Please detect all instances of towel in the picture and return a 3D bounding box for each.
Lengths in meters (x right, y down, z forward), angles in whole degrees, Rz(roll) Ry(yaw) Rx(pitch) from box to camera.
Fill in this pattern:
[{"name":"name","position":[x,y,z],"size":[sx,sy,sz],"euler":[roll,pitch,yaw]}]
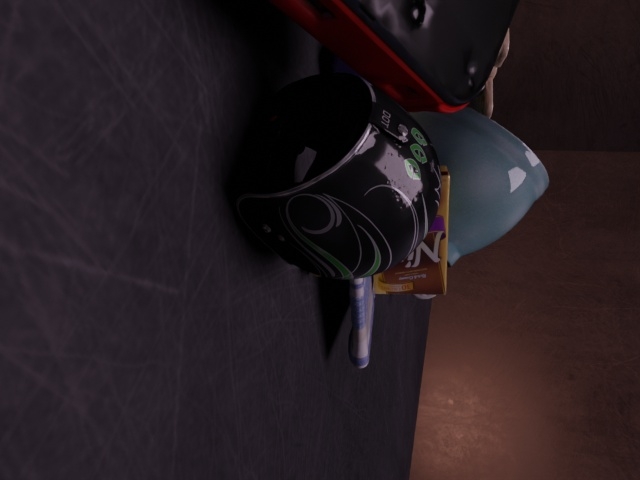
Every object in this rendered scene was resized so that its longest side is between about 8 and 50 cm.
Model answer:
[{"name":"towel","position":[0.053,0.010,0.680],"size":[0.209,0.034,0.285],"euler":[-75,162,-57]}]

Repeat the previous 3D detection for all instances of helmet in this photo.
[{"name":"helmet","position":[0.020,-0.044,0.424],"size":[0.161,0.169,0.170],"euler":[46,49,-45]}]

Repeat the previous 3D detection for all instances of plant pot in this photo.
[{"name":"plant pot","position":[0.198,-0.079,0.827],"size":[0.196,0.293,0.293],"euler":[-57,160,-2]}]

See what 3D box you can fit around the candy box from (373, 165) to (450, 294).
[{"name":"candy box","position":[0.130,-0.012,0.708],"size":[0.053,0.109,0.187],"euler":[-70,157,-62]}]

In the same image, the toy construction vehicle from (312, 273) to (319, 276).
[{"name":"toy construction vehicle","position":[0.000,0.000,0.566],"size":[0.098,0.035,0.086],"euler":[-15,97,-74]}]

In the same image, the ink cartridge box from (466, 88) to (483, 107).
[{"name":"ink cartridge box","position":[0.208,-0.321,0.886],"size":[0.278,0.116,0.202],"euler":[55,37,-84]}]

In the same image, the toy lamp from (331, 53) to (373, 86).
[{"name":"toy lamp","position":[0.074,-0.267,0.651],"size":[0.275,0.080,0.080],"euler":[-63,152,-51]}]

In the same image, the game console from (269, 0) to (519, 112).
[{"name":"game console","position":[0.064,-0.293,0.302],"size":[0.386,0.060,0.342],"euler":[16,95,-51]}]

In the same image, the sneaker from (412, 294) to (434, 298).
[{"name":"sneaker","position":[0.245,-0.045,1.220],"size":[0.150,0.135,0.367],"euler":[-114,-151,-85]}]

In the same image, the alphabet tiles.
[{"name":"alphabet tiles","position":[0.275,-0.316,0.839],"size":[0.284,0.021,0.278],"euler":[70,23,-80]}]
